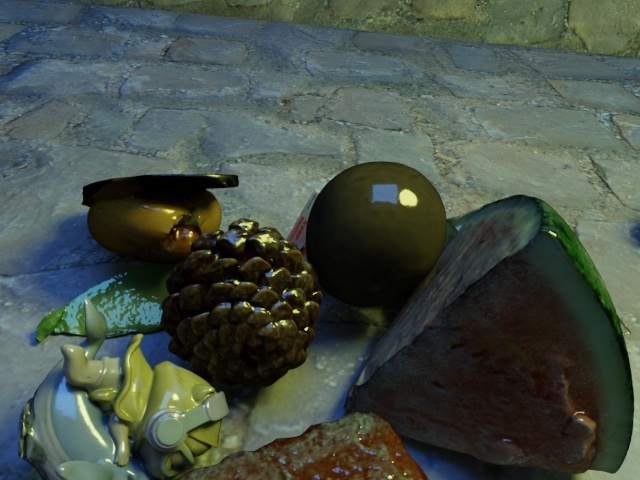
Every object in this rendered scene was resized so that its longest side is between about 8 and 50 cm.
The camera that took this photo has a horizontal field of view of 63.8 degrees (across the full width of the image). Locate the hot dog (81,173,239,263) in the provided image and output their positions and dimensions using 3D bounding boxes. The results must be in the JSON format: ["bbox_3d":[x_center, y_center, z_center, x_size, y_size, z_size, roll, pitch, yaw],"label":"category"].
[{"bbox_3d":[-0.227,-0.025,0.719,0.194,0.107,0.326,-4,3,-23],"label":"hot dog"}]

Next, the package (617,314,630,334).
[{"bbox_3d":[0.332,0.086,0.761,0.173,0.027,0.171,-4,38,-8],"label":"package"}]

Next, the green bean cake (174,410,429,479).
[{"bbox_3d":[-0.006,0.260,0.414,0.233,0.097,0.198,-14,38,-25],"label":"green bean cake"}]

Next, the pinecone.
[{"bbox_3d":[-0.086,0.063,0.595,0.179,0.184,0.204,26,34,-26],"label":"pinecone"}]

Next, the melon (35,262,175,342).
[{"bbox_3d":[-0.234,0.089,0.685,0.262,0.053,0.114,-14,58,-19],"label":"melon"}]

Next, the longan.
[{"bbox_3d":[0.064,-0.007,0.628,0.167,0.187,0.167,24,18,-8],"label":"longan"}]

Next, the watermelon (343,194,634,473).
[{"bbox_3d":[0.192,0.107,0.585,0.293,0.283,0.250,-18,4,37],"label":"watermelon"}]

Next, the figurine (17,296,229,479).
[{"bbox_3d":[-0.186,0.157,0.489,0.184,0.128,0.208,-14,80,-25],"label":"figurine"}]

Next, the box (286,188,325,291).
[{"bbox_3d":[0.000,0.000,0.754,0.043,0.125,0.089,16,17,-49],"label":"box"}]

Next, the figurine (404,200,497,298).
[{"bbox_3d":[0.202,0.014,0.750,0.265,0.140,0.193,-26,56,0],"label":"figurine"}]
